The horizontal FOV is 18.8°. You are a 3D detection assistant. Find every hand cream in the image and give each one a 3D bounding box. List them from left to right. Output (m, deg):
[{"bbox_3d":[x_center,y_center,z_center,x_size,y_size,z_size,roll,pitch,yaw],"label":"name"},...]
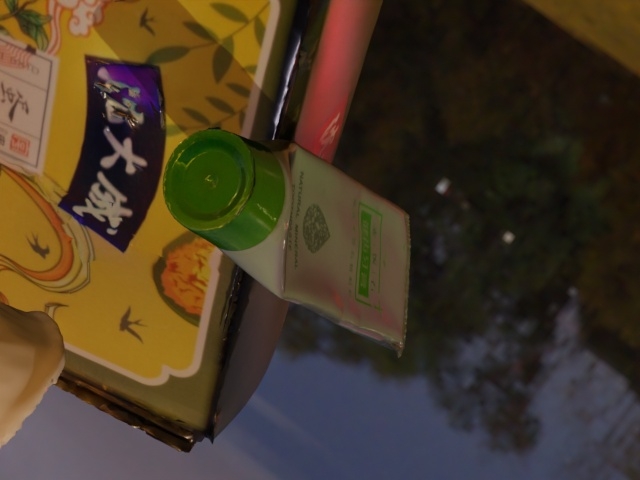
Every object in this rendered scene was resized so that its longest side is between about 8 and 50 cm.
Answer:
[{"bbox_3d":[-0.001,0.000,1.008,0.050,0.079,0.275,27,180,25],"label":"hand cream"}]

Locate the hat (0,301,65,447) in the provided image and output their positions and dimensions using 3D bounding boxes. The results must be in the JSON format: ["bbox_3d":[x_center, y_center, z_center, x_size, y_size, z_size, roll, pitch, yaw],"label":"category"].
[{"bbox_3d":[-0.224,0.049,0.843,0.126,0.203,0.203,60,174,-22],"label":"hat"}]

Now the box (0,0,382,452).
[{"bbox_3d":[-0.188,-0.122,1.148,0.420,0.373,0.138,25,-142,10],"label":"box"}]
